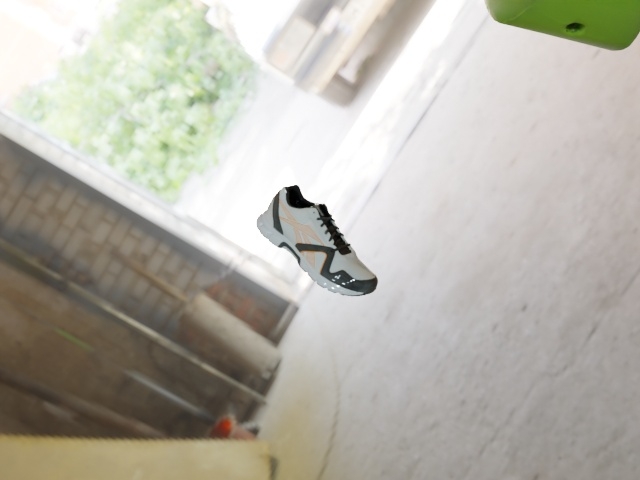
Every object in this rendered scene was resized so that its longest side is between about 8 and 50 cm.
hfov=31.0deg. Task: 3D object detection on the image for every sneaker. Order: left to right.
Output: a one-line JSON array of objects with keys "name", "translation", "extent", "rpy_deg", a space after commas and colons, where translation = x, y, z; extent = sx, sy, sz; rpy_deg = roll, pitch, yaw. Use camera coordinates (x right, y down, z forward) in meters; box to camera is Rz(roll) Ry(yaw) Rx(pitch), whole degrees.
[{"name": "sneaker", "translation": [0.000, 0.000, 0.843], "extent": [0.040, 0.109, 0.044], "rpy_deg": [-18, -39, -58]}]

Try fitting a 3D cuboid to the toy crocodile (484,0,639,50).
[{"name": "toy crocodile", "translation": [0.132, -0.215, 0.611], "extent": [0.105, 0.115, 0.340], "rpy_deg": [115, 174, -48]}]
